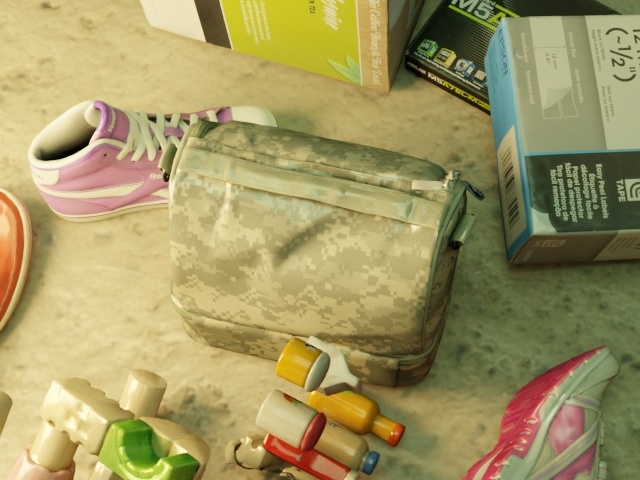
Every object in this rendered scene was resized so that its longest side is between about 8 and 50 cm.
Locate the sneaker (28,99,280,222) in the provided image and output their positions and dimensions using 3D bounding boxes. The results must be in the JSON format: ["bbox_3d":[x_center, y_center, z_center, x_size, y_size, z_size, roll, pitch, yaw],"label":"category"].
[{"bbox_3d":[-0.180,-0.105,1.355,0.282,0.161,0.102,-19,65,-6],"label":"sneaker"}]

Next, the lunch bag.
[{"bbox_3d":[0.000,0.000,1.243,0.305,0.256,0.213,13,68,9],"label":"lunch bag"}]

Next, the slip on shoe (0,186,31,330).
[{"bbox_3d":[-0.417,0.080,1.322,0.123,0.101,0.331,22,68,15],"label":"slip on shoe"}]

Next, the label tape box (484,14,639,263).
[{"bbox_3d":[0.366,-0.113,1.324,0.347,0.115,0.249,-3,72,-4],"label":"label tape box"}]

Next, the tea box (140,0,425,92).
[{"bbox_3d":[-0.016,-0.397,1.437,0.323,0.220,0.329,17,69,10],"label":"tea box"}]

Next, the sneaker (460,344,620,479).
[{"bbox_3d":[0.234,0.214,1.227,0.111,0.103,0.252,42,66,-4],"label":"sneaker"}]

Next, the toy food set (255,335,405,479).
[{"bbox_3d":[0.014,0.173,1.182,0.104,0.232,0.111,26,75,14],"label":"toy food set"}]

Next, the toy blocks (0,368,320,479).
[{"bbox_3d":[-0.193,0.303,1.175,0.288,0.309,0.260,29,104,27],"label":"toy blocks"}]

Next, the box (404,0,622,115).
[{"bbox_3d":[0.225,-0.235,1.446,0.190,0.045,0.184,32,75,15],"label":"box"}]
